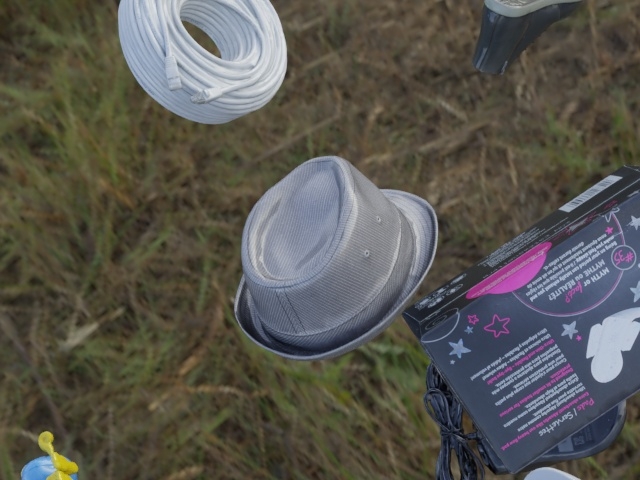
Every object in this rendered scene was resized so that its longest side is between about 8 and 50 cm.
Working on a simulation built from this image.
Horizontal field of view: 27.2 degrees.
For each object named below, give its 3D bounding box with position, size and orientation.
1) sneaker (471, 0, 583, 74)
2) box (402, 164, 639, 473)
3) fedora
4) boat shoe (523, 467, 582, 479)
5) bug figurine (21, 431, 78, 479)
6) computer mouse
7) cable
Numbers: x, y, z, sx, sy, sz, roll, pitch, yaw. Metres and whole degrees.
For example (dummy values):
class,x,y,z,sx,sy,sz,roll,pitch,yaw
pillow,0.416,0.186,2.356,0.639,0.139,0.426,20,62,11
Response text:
class,x,y,z,sx,sy,sz,roll,pitch,yaw
sneaker,0.298,-0.321,1.941,0.222,0.118,0.083,-21,50,-41
box,0.214,0.061,1.129,0.247,0.142,0.163,-33,5,1
fedora,0.000,0.000,1.497,0.243,0.124,0.275,3,50,32
boat shoe,0.309,0.307,1.356,0.228,0.076,0.080,24,88,37
bug figurine,-0.101,0.249,0.871,0.072,0.279,0.216,-34,48,12
computer mouse,0.271,0.225,1.699,0.272,0.072,0.189,-14,75,31
cable,-0.165,-0.288,1.887,0.089,0.257,0.257,-37,67,42
